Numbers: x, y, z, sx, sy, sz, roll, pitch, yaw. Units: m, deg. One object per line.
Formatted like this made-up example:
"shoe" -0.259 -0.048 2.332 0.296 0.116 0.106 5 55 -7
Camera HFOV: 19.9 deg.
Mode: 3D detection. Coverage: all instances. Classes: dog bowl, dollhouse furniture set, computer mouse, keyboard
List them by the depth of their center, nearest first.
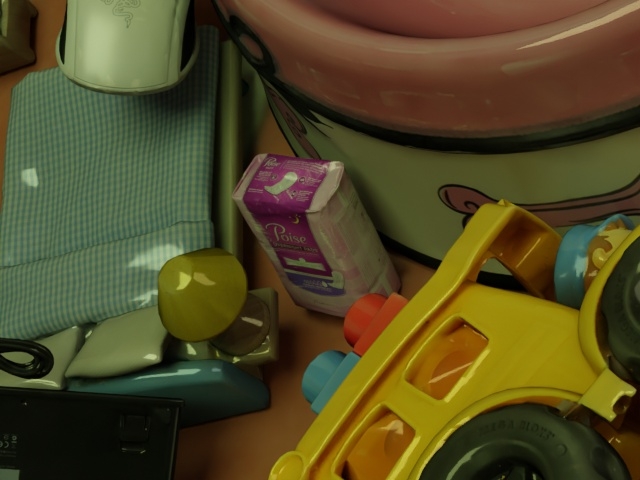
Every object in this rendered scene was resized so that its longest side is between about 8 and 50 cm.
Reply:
"keyboard" -0.151 0.083 0.792 0.023 0.180 0.108 -119 35 -70
"dog bowl" 0.114 -0.192 0.794 0.408 0.150 0.408 -12 62 25
"dollhouse furniture set" -0.177 -0.060 0.872 0.303 0.198 0.286 -12 62 25
"computer mouse" -0.086 -0.139 0.892 0.106 0.042 0.193 3 39 -3

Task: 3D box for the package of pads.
"package of pads" 0.000 0.000 0.811 0.050 0.083 0.032 8 53 32

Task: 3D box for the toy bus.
"toy bus" 0.088 0.059 0.702 0.220 0.149 0.211 -51 44 -2
